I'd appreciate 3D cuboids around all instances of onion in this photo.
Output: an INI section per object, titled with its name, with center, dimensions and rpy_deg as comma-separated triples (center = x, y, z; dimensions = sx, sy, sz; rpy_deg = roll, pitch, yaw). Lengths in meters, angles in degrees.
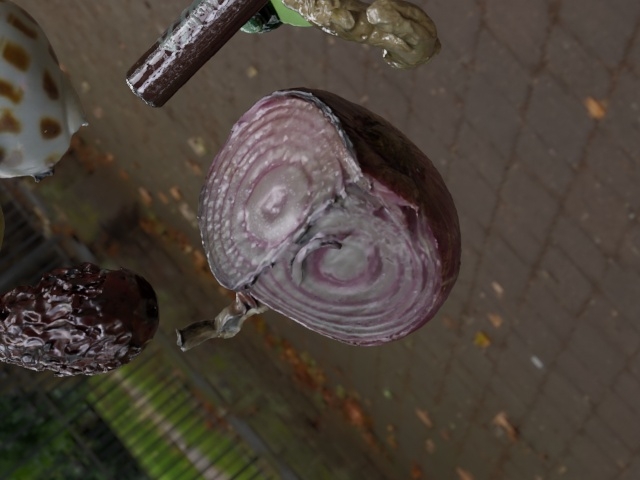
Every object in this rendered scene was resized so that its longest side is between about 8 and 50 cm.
[onion]
center = 0.024, -0.019, 1.343
dimensions = 0.230, 0.256, 0.272
rpy_deg = 21, 145, -35

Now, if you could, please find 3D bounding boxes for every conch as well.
[conch]
center = -0.394, -0.192, 1.454
dimensions = 0.275, 0.183, 0.149
rpy_deg = 24, 166, 24

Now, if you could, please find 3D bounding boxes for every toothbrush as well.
[toothbrush]
center = -0.003, -0.222, 0.875
dimensions = 0.041, 0.364, 0.041
rpy_deg = 41, -161, -17

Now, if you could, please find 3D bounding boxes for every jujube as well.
[jujube]
center = -0.227, 0.079, 1.185
dimensions = 0.104, 0.166, 0.104
rpy_deg = -13, -90, -71

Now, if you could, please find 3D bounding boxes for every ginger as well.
[ginger]
center = 0.018, -0.233, 1.312
dimensions = 0.258, 0.065, 0.149
rpy_deg = 30, 177, 38

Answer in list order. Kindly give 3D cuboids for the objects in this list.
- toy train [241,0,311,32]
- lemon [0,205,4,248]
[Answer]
[toy train]
center = -0.015, -0.332, 1.463
dimensions = 0.157, 0.253, 0.105
rpy_deg = -3, 139, 26
[lemon]
center = -0.443, -0.006, 1.370
dimensions = 0.184, 0.248, 0.184
rpy_deg = 35, 150, 24
